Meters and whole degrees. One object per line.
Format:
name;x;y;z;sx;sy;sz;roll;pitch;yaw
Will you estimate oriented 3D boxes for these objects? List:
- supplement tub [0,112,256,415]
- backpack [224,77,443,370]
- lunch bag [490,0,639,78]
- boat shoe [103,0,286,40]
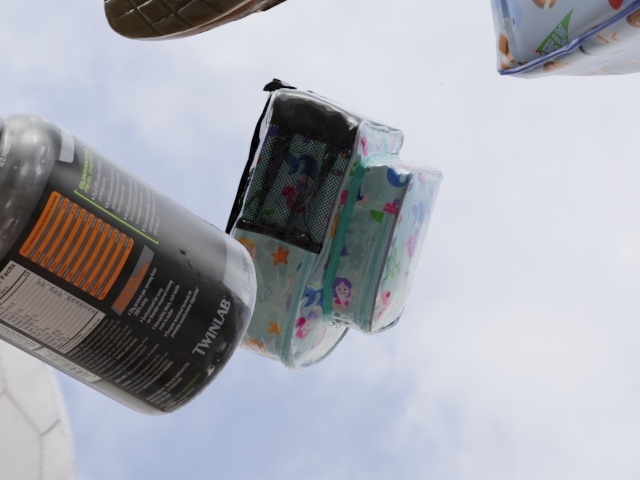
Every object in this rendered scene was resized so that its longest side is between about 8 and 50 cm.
supplement tub;-0.139;0.008;0.754;0.190;0.117;0.117;35;-81;-29
backpack;0.000;0.000;1.315;0.191;0.225;0.253;26;-84;14
lunch bag;0.291;-0.214;1.139;0.243;0.303;0.115;-7;-93;-25
boat shoe;-0.037;-0.153;0.766;0.178;0.060;0.064;-21;-107;19
